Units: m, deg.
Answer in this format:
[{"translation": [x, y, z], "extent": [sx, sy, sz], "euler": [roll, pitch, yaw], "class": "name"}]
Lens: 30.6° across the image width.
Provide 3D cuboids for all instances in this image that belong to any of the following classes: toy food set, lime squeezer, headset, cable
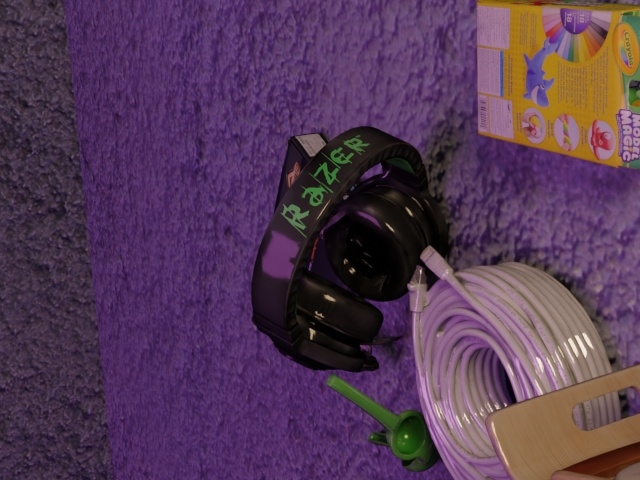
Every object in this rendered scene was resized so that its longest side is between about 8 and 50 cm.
[{"translation": [0.288, 0.118, 0.792], "extent": [0.306, 0.220, 0.092], "euler": [-8, 94, 64], "class": "toy food set"}, {"translation": [0.086, 0.213, 1.341], "extent": [0.110, 0.059, 0.310], "euler": [41, 173, 22], "class": "lime squeezer"}, {"translation": [0.012, 0.033, 1.278], "extent": [0.185, 0.243, 0.394], "euler": [28, 154, 26], "class": "headset"}, {"translation": [0.186, 0.149, 1.152], "extent": [0.257, 0.089, 0.257], "euler": [36, 132, 52], "class": "cable"}]

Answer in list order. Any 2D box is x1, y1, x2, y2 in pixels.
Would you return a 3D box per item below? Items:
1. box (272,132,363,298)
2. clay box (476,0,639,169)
[{"translation": [0.000, 0.000, 1.492], "extent": [0.175, 0.051, 0.220], "euler": [55, 145, 38], "class": "box"}, {"translation": [0.219, -0.140, 1.006], "extent": [0.222, 0.053, 0.127], "euler": [24, 122, 57], "class": "clay box"}]
